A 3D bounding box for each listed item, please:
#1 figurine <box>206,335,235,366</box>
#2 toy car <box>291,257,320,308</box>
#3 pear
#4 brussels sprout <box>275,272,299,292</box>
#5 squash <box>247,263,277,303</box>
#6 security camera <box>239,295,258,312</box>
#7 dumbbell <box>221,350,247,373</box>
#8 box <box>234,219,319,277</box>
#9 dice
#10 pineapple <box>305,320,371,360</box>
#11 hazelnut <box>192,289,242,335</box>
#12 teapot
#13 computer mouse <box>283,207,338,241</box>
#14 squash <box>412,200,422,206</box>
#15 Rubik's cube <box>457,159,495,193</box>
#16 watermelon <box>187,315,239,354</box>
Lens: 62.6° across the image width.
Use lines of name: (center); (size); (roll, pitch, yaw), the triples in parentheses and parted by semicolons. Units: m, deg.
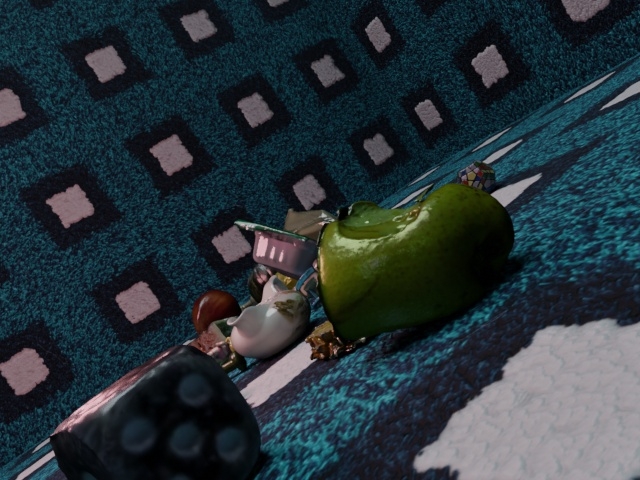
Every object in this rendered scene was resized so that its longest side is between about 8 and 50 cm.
figurine: (-0.245, 0.298, 1.410); (0.187, 0.083, 0.083); (-28, 1, -25)
toy car: (0.008, 0.128, 1.453); (0.126, 0.098, 0.161); (-49, -28, 15)
pear: (0.139, 0.017, 0.762); (0.255, 0.164, 0.238); (-13, 19, 31)
brussels sprout: (-0.074, 0.130, 1.751); (0.155, 0.117, 0.155); (-41, 21, 19)
squash: (-0.160, 0.143, 1.903); (0.218, 0.172, 0.218); (-46, -2, -2)
security camera: (-0.283, 0.262, 2.268); (0.301, 0.080, 0.157); (-35, 3, 19)
dumbbell: (-0.230, 0.307, 1.236); (0.118, 0.052, 0.046); (-34, 27, 5)
box: (-0.077, 0.053, 1.552); (0.336, 0.264, 0.106); (37, -109, -63)
dice: (-0.198, 0.248, 0.649); (0.182, 0.181, 0.183); (-27, 6, 47)
pineapple: (0.067, 0.136, 0.919); (0.221, 0.047, 0.221); (-32, 3, 2)
hazelnut: (-0.411, 0.298, 2.030); (0.208, 0.208, 0.208); (-33, 3, 2)
teapot: (-0.120, 0.182, 1.243); (0.204, 0.139, 0.298); (-34, 3, 14)
computer mouse: (0.000, 0.003, 1.772); (0.429, 0.228, 0.145); (6, 61, 60)
squash: (0.234, -0.026, 1.382); (0.082, 0.082, 0.292); (-31, 6, 41)
Rubik's cube: (0.426, -0.165, 1.442); (0.111, 0.111, 0.093); (-28, 34, 59)
watermelon: (-0.380, 0.352, 1.889); (0.241, 0.094, 0.154); (-35, -5, 27)
